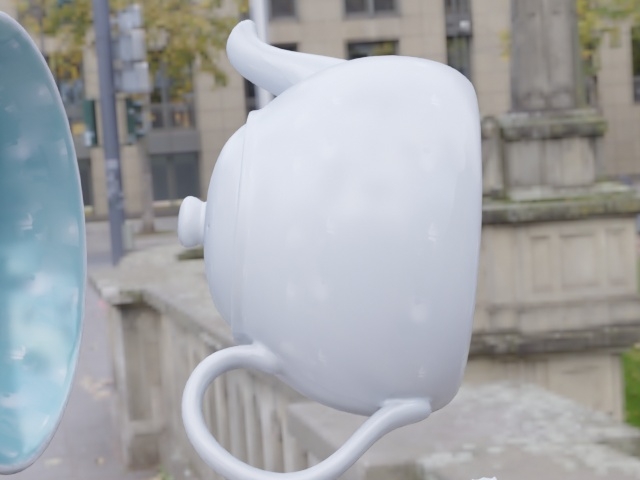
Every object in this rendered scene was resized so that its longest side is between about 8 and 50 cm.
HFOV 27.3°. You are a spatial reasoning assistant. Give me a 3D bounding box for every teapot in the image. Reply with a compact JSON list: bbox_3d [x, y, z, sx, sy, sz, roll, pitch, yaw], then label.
[{"bbox_3d":[0.000,0.000,0.860,0.187,0.252,0.256,3,17,-1],"label":"teapot"}]

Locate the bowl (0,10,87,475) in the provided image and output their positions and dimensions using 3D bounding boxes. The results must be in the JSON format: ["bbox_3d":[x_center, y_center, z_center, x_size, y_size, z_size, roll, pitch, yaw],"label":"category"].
[{"bbox_3d":[-0.284,0.003,0.899,0.163,0.311,0.311,-2,5,9],"label":"bowl"}]

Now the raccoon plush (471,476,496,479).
[{"bbox_3d":[-0.029,0.364,1.412,0.446,0.299,0.216,-54,26,-19],"label":"raccoon plush"}]
